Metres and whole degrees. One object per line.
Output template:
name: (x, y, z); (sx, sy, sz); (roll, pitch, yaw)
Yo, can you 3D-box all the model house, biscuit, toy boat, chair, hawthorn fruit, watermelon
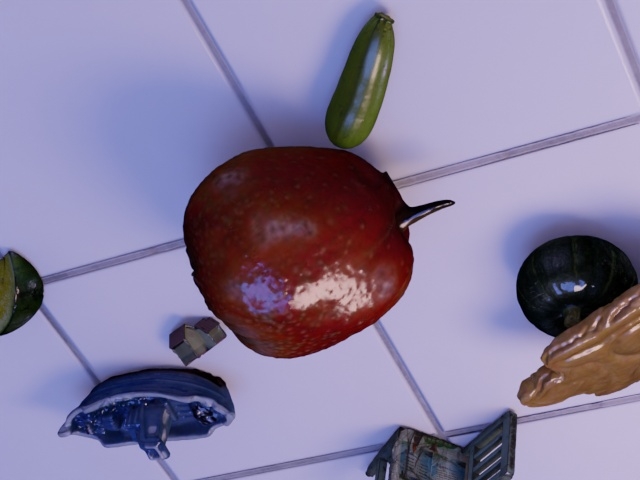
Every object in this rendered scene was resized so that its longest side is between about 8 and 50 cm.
model house: (-0.194, 0.151, 2.163); (0.058, 0.057, 0.083); (54, 145, 0)
biscuit: (0.437, 0.135, 1.911); (0.376, 0.051, 0.269); (-32, 150, 15)
toy boat: (-0.279, 0.287, 2.235); (0.309, 0.142, 0.129); (-7, 131, 17)
chair: (0.180, 0.367, 2.211); (0.147, 0.136, 0.270); (24, 133, -11)
hawthorn fruit: (0.000, 0.000, 1.845); (0.369, 0.285, 0.285); (-13, 128, 7)
watermelon: (-0.482, 0.096, 2.183); (0.181, 0.075, 0.092); (-48, 65, 37)

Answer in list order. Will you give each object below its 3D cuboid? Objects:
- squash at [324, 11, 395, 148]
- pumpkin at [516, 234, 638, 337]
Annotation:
squash: (0.054, -0.203, 1.789); (0.066, 0.066, 0.201); (16, 125, -3)
pumpkin: (0.354, 0.068, 1.921); (0.167, 0.125, 0.167); (-11, 136, -10)
